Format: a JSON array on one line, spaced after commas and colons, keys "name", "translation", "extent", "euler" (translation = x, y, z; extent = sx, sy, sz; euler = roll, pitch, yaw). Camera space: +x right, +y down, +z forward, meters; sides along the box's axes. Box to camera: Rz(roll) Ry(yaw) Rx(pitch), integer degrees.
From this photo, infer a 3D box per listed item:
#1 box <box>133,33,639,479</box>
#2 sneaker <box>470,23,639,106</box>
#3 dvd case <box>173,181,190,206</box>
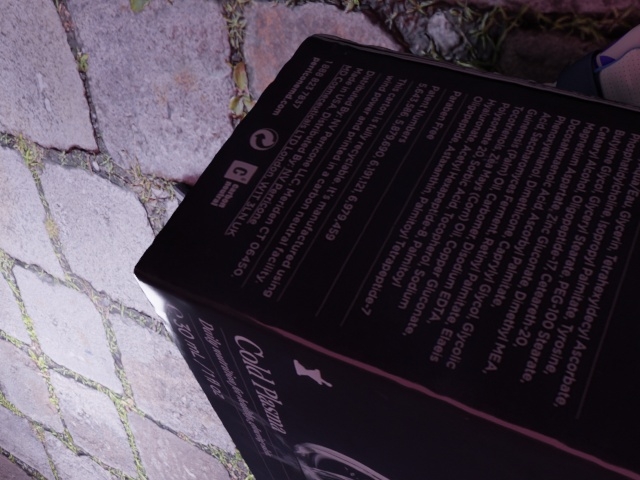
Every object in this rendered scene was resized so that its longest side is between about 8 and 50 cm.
[{"name": "box", "translation": [0.162, 0.125, 0.653], "extent": [0.471, 0.298, 0.480], "euler": [18, 148, 21]}, {"name": "sneaker", "translation": [0.220, -0.143, 0.699], "extent": [0.322, 0.130, 0.236], "euler": [41, 131, 12]}, {"name": "dvd case", "translation": [-0.187, 0.029, 1.180], "extent": [0.164, 0.018, 0.221], "euler": [36, 141, 50]}]
